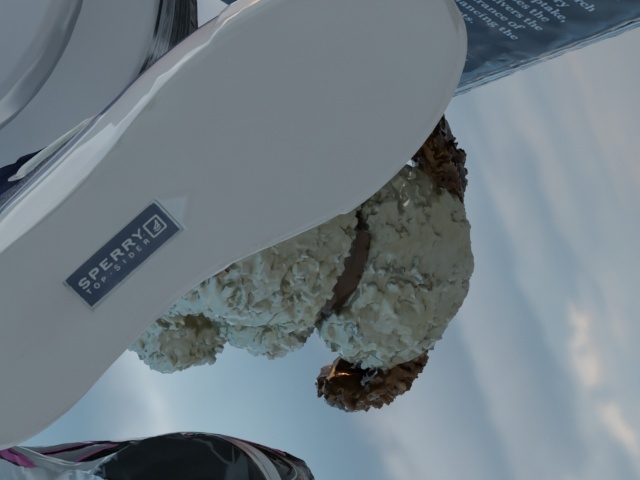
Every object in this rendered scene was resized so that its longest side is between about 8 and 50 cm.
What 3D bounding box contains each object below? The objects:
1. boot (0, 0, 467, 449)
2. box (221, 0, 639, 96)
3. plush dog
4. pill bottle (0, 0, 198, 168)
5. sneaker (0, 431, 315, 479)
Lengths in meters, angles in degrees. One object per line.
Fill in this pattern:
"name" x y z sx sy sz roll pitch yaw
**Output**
"boot" -0.050 -0.023 0.480 0.069 0.190 0.086 55 177 -26
"box" 0.158 -0.402 1.193 0.297 0.471 0.480 30 -113 -26
"plush dog" 0.000 0.000 1.121 0.225 0.262 0.210 14 -171 -18
"pill bottle" -0.167 -0.111 0.715 0.363 0.210 0.210 -109 -5 -89
"sneaker" -0.081 0.104 0.606 0.077 0.178 0.072 9 -100 -63
